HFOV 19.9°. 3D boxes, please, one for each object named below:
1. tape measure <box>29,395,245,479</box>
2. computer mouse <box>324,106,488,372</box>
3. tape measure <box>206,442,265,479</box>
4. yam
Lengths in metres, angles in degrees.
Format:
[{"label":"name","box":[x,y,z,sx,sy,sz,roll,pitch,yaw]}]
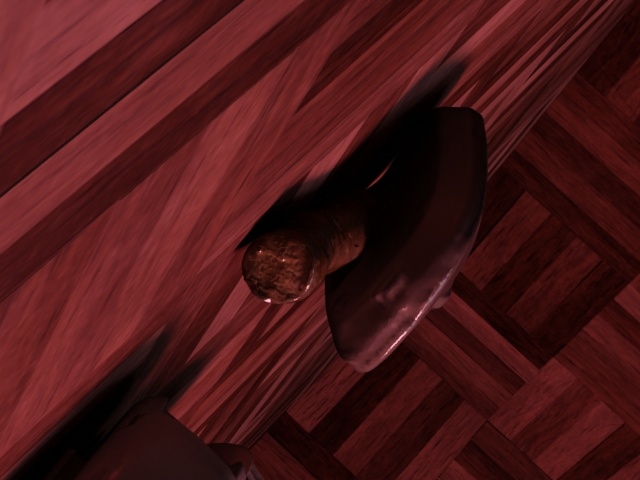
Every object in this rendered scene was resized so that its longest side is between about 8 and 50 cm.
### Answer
[{"label":"tape measure","box":[-0.165,0.218,1.319,0.243,0.125,0.246,-52,-178,-40]},{"label":"computer mouse","box":[0.083,-0.003,1.550,0.197,0.095,0.331,-53,-169,22]},{"label":"tape measure","box":[-0.143,0.289,1.608,0.258,0.130,0.265,-26,-170,32]},{"label":"yam","box":[0.000,0.000,1.382,0.061,0.061,0.253,-49,176,15]}]
